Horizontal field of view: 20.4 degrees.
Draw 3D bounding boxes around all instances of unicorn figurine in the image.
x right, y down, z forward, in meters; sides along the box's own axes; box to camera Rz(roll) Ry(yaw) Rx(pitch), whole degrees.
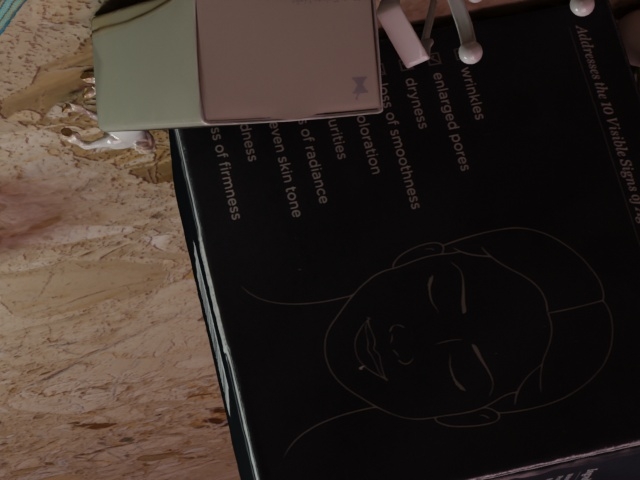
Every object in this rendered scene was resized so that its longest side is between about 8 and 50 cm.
[{"bbox_3d":[-0.199,-0.122,1.772,0.111,0.060,0.162,12,160,-25],"label":"unicorn figurine"}]

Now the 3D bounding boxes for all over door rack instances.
[{"bbox_3d":[0.199,-0.231,1.513,0.239,0.108,0.324,-24,-169,21],"label":"over door rack"}]

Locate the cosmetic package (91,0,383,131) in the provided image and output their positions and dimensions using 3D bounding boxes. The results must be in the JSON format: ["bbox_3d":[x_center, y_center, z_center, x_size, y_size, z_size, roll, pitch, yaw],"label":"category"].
[{"bbox_3d":[-0.081,-0.153,1.532,0.160,0.113,0.309,-5,-177,-23],"label":"cosmetic package"}]

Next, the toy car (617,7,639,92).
[{"bbox_3d":[0.390,-0.162,1.900,0.136,0.182,0.159,-17,139,-4],"label":"toy car"}]

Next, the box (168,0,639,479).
[{"bbox_3d":[0.118,0.053,1.842,0.471,0.480,0.297,-12,160,-6],"label":"box"}]

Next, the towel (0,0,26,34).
[{"bbox_3d":[-0.427,-0.159,1.566,0.271,0.040,0.370,0,155,-32],"label":"towel"}]
